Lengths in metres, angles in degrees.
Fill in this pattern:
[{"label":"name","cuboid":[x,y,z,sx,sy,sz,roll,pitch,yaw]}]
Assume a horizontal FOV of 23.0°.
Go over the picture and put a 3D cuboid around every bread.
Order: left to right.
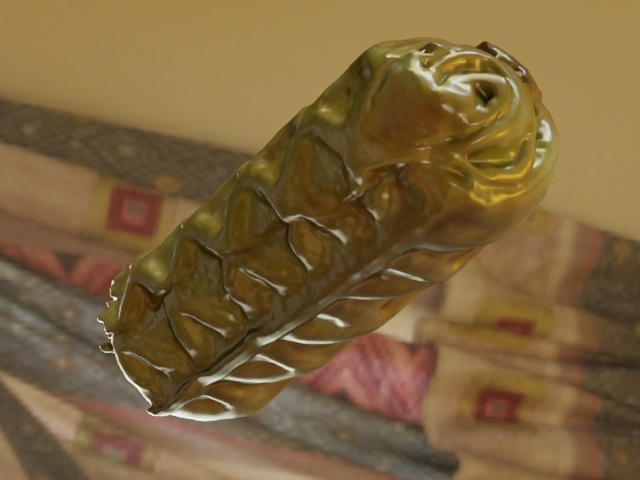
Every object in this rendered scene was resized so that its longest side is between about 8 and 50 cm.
[{"label":"bread","cuboid":[-0.001,-0.001,0.693,0.269,0.098,0.087,-38,-176,46]}]
